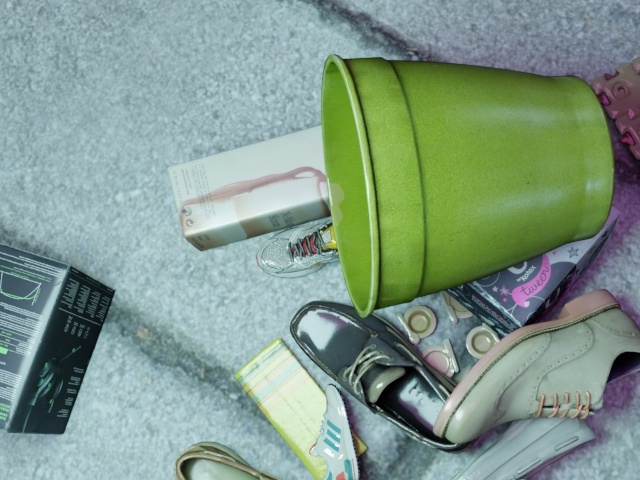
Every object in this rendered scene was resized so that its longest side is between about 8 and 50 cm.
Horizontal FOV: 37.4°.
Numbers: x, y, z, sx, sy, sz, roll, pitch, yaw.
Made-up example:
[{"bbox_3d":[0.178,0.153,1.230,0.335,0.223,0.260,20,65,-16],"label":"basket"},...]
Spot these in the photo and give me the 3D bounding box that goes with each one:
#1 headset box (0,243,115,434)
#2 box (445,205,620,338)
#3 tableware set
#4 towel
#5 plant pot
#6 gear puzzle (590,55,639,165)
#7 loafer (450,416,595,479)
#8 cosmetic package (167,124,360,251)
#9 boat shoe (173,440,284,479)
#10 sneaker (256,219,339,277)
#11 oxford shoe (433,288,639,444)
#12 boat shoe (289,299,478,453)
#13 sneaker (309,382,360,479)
[{"bbox_3d":[-0.465,0.174,1.508,0.131,0.246,0.283,16,81,8],"label":"headset box"},{"bbox_3d":[0.334,0.019,1.508,0.163,0.142,0.247,40,81,20],"label":"box"},{"bbox_3d":[0.215,0.151,1.568,0.169,0.020,0.141,-28,77,-2],"label":"tableware set"},{"bbox_3d":[-0.034,0.282,1.563,0.102,0.021,0.237,-40,78,1],"label":"towel"},{"bbox_3d":[0.205,-0.098,1.336,0.353,0.366,0.366,-8,77,-7],"label":"plant pot"},{"bbox_3d":[0.607,-0.160,1.595,0.175,0.044,0.339,-27,79,-3],"label":"gear puzzle"},{"bbox_3d":[0.288,0.370,1.466,0.319,0.112,0.111,-42,69,-5],"label":"loafer"},{"bbox_3d":[-0.087,-0.087,1.582,0.296,0.153,0.129,-16,78,3],"label":"cosmetic package"},{"bbox_3d":[-0.093,0.424,1.483,0.324,0.120,0.122,23,81,10],"label":"boat shoe"},{"bbox_3d":[0.000,0.000,1.583,0.225,0.093,0.088,-16,77,2],"label":"sneaker"},{"bbox_3d":[0.344,0.207,1.410,0.397,0.140,0.146,-27,57,-25],"label":"oxford shoe"},{"bbox_3d":[0.104,0.208,1.500,0.355,0.130,0.132,32,91,11],"label":"boat shoe"},{"bbox_3d":[0.014,0.313,1.510,0.075,0.057,0.161,-13,83,0],"label":"sneaker"}]
